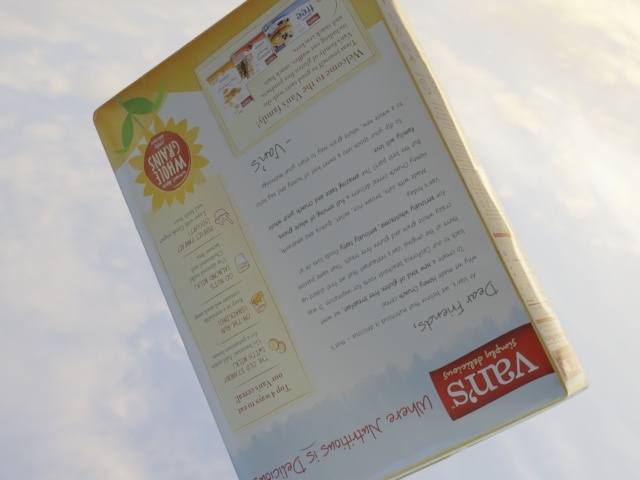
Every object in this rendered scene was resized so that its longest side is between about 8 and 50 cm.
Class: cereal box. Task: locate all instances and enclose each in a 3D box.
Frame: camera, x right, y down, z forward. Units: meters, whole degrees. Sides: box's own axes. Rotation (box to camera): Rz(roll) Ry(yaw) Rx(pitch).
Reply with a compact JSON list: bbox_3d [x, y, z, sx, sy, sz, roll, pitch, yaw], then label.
[{"bbox_3d":[0.000,0.000,0.530,0.047,0.173,0.240,0,-116,-63],"label":"cereal box"}]
